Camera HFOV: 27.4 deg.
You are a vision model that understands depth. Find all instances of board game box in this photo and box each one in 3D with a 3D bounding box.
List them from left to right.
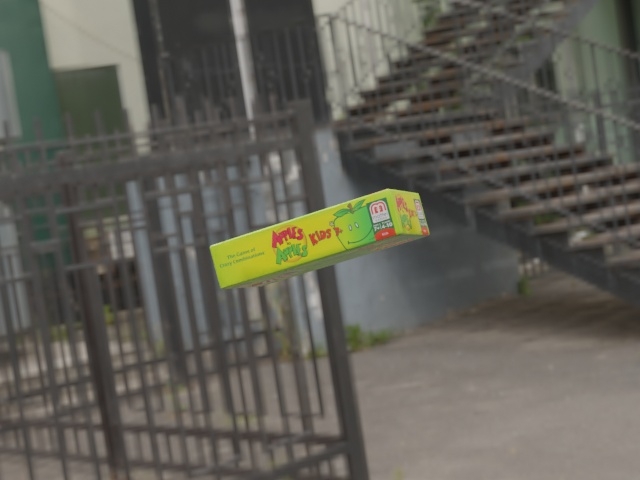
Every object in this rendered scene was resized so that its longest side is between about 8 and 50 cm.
[{"bbox_3d":[0.000,0.000,1.214,0.181,0.043,0.092,-17,-6,20],"label":"board game box"}]
